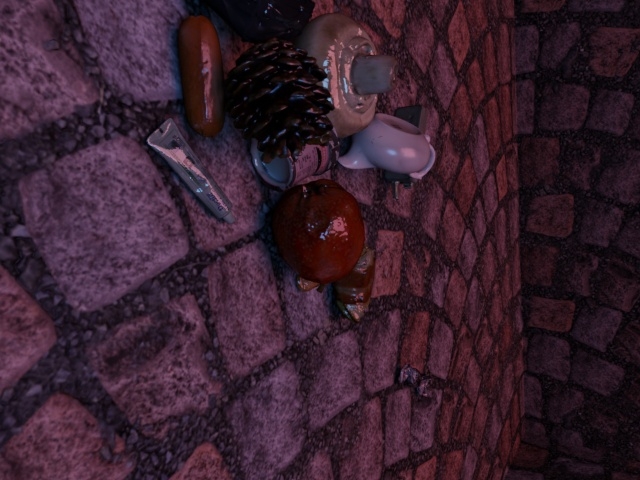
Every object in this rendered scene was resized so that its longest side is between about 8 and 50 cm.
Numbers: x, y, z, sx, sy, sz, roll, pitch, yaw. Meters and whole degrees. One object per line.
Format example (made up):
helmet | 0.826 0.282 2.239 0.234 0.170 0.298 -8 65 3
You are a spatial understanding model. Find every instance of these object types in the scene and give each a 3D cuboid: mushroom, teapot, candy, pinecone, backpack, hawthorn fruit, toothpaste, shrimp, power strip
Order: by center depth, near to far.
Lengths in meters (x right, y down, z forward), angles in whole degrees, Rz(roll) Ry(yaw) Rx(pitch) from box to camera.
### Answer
pinecone | -0.063 -0.233 0.804 0.184 0.179 0.205 -35 86 -28
toothpaste | -0.218 -0.110 0.837 0.064 0.041 0.218 -55 129 -28
backpack | -0.110 -0.436 0.848 0.133 0.206 0.258 -53 172 32
hawthorn fruit | 0.000 0.000 1.012 0.205 0.205 0.253 -41 133 -44
mushroom | 0.059 -0.349 1.024 0.260 0.234 0.254 33 70 -50
shrimp | -0.021 0.086 1.127 0.108 0.023 0.059 -22 101 -51
teapot | 0.194 -0.235 1.241 0.299 0.208 0.166 14 106 -34
power strip | 0.253 -0.260 1.408 0.053 0.093 0.288 26 71 -53
candy | 0.317 0.471 1.584 0.226 0.051 0.094 46 60 -45

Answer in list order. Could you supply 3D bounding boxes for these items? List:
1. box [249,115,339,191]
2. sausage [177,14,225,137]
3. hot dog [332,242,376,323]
box | -0.058 -0.181 0.957 0.135 0.151 0.151 -40 124 -35
sausage | -0.202 -0.277 0.813 0.076 0.076 0.198 -15 106 -52
hot dog | 0.081 0.103 1.207 0.146 0.103 0.213 -27 125 -72
